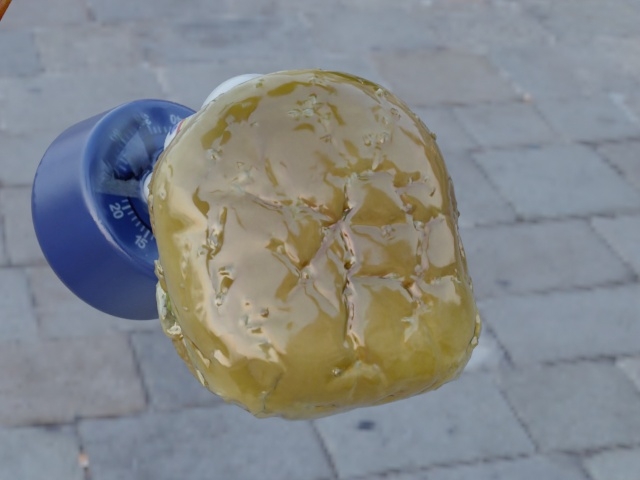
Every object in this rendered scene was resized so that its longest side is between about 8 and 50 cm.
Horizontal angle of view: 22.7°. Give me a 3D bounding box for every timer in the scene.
[{"bbox_3d":[-0.144,-0.078,1.884,0.270,0.270,0.383,-22,-2,-40],"label":"timer"}]

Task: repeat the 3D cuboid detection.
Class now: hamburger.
[{"bbox_3d":[0.000,0.000,1.340,0.318,0.319,0.158,-8,-5,-21],"label":"hamburger"}]

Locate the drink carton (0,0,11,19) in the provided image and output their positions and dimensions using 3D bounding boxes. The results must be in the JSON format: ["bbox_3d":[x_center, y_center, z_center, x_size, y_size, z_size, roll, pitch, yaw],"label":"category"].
[{"bbox_3d":[-0.319,-0.122,0.803,0.111,0.154,0.351,43,26,19],"label":"drink carton"}]
